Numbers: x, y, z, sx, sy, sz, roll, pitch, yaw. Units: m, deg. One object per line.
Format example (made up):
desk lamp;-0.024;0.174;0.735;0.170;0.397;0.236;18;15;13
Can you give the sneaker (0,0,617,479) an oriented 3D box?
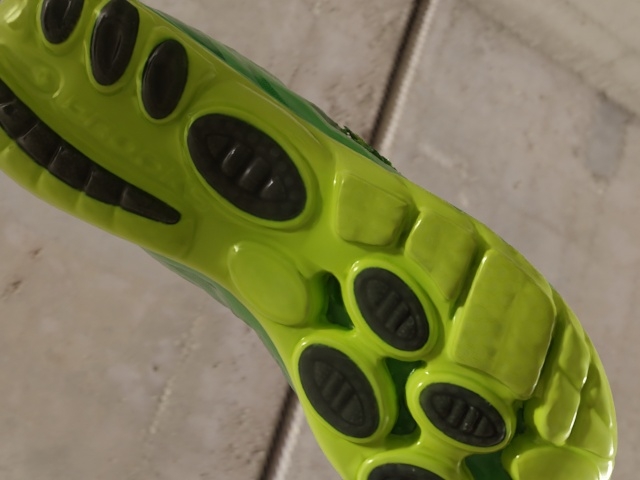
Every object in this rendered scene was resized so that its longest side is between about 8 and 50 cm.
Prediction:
sneaker;0.000;0.000;0.602;0.295;0.109;0.123;42;-167;1
